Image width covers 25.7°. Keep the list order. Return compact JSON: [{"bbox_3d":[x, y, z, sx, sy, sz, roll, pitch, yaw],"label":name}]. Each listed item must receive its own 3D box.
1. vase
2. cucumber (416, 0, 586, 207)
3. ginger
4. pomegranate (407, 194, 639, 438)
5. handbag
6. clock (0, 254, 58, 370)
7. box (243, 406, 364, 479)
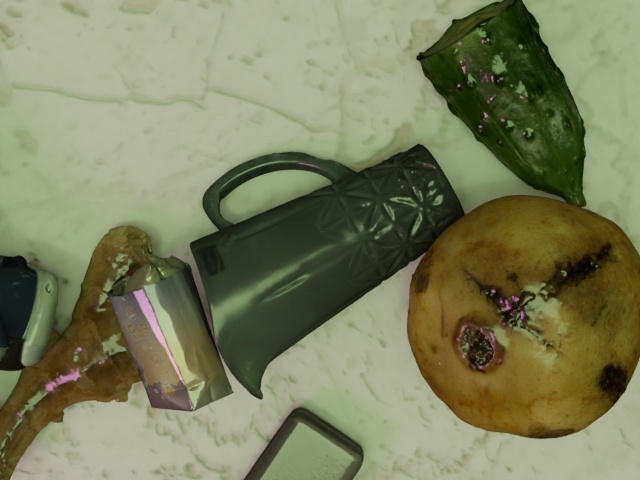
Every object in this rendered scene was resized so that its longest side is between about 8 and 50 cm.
[{"bbox_3d":[0.000,0.000,1.538,0.300,0.156,0.251,-29,69,-1],"label":"vase"},{"bbox_3d":[0.220,-0.139,1.518,0.134,0.134,0.244,-31,98,5],"label":"cucumber"},{"bbox_3d":[-0.278,0.141,1.582,0.148,0.081,0.334,42,92,-3],"label":"ginger"},{"bbox_3d":[0.217,0.082,1.482,0.260,0.260,0.260,0,96,2],"label":"pomegranate"},{"bbox_3d":[-0.161,0.094,1.501,0.095,0.117,0.173,-26,100,-31],"label":"handbag"},{"bbox_3d":[-0.420,0.056,1.516,0.243,0.199,0.147,17,96,-30],"label":"clock"},{"bbox_3d":[-0.054,0.315,1.609,0.103,0.055,0.244,34,97,-2],"label":"box"}]
